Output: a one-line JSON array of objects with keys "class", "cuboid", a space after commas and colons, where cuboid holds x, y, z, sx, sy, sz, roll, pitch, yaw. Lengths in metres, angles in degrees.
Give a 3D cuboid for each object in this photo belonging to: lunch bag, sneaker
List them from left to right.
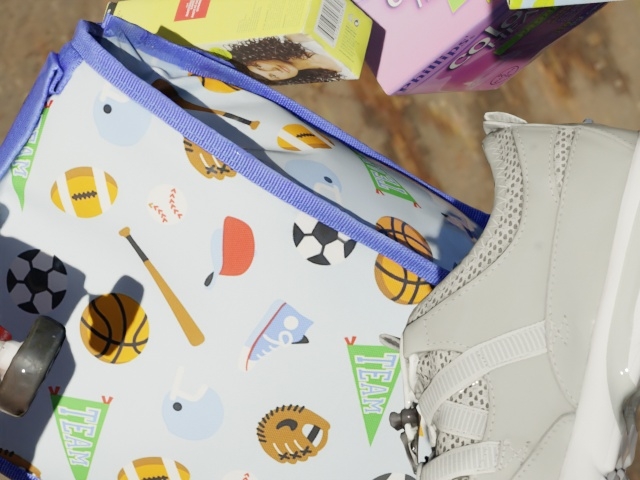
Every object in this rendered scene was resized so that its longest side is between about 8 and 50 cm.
[{"class": "lunch bag", "cuboid": [-0.089, 0.051, 1.249, 0.385, 0.328, 0.239, 27, 18, -16]}, {"class": "sneaker", "cuboid": [0.073, 0.077, 0.680, 0.105, 0.115, 0.281, 61, 49, -65]}]

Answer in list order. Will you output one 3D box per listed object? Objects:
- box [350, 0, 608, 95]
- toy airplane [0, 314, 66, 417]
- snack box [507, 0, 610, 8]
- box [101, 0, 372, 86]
[{"class": "box", "cuboid": [0.169, -0.250, 1.605, 0.243, 0.213, 0.117, -9, 66, -58]}, {"class": "toy airplane", "cuboid": [-0.296, 0.206, 0.885, 0.384, 0.272, 0.386, -7, 52, -36]}, {"class": "snack box", "cuboid": [0.176, -0.167, 0.652, 0.174, 0.207, 0.070, -78, 160, -53]}, {"class": "box", "cuboid": [-0.077, -0.169, 1.376, 0.087, 0.232, 0.058, 33, 64, -46]}]
